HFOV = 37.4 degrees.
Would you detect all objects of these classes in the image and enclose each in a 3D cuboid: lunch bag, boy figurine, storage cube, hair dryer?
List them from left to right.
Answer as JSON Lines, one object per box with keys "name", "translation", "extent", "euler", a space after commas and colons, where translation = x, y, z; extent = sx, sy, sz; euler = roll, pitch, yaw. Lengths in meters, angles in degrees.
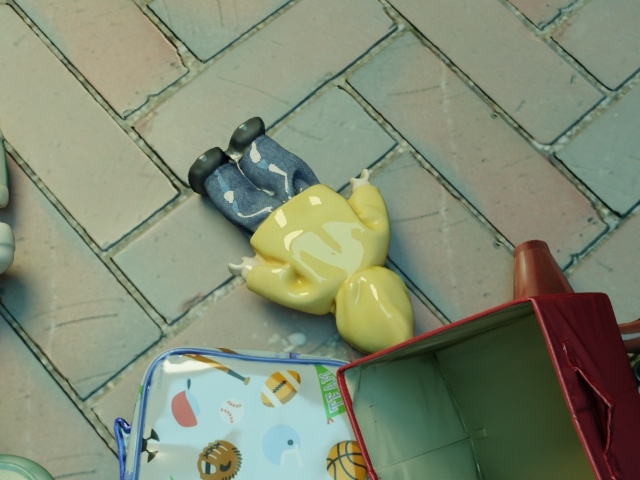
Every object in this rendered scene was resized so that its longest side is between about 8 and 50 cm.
{"name": "lunch bag", "translation": [-0.069, 0.240, 0.849], "extent": [0.243, 0.115, 0.303], "euler": [4, 69, 1]}
{"name": "boy figurine", "translation": [0.000, 0.000, 0.956], "extent": [0.177, 0.092, 0.285], "euler": [-42, 77, -17]}
{"name": "storage cube", "translation": [0.163, 0.159, 0.798], "extent": [0.215, 0.193, 0.184], "euler": [-25, 76, 30]}
{"name": "hair dryer", "translation": [0.298, 0.104, 0.929], "extent": [0.223, 0.080, 0.293], "euler": [-41, 64, -20]}

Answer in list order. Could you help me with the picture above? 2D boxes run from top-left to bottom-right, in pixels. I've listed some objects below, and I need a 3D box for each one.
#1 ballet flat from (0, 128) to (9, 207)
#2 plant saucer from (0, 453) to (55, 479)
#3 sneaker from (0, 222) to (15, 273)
{"name": "ballet flat", "translation": [-0.495, -0.011, 0.923], "extent": [0.400, 0.139, 0.139], "euler": [-24, 72, -13]}
{"name": "plant saucer", "translation": [-0.296, 0.245, 0.860], "extent": [0.119, 0.021, 0.119], "euler": [7, 50, -8]}
{"name": "sneaker", "translation": [-0.405, 0.106, 0.892], "extent": [0.292, 0.108, 0.169], "euler": [-25, 75, -3]}
